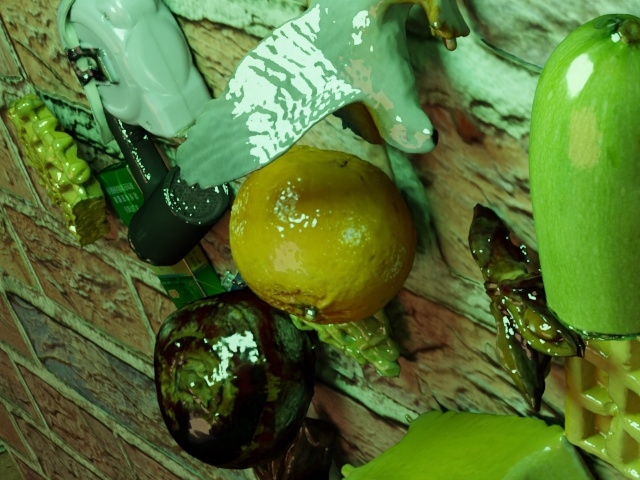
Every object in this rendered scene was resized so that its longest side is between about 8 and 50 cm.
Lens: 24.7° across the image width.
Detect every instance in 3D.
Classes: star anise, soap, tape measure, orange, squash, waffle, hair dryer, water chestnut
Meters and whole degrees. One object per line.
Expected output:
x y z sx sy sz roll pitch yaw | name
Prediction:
0.176 0.072 1.285 0.212 0.053 0.157 -129 29 -61 | star anise
-0.018 0.329 1.962 0.214 0.099 0.220 20 110 46 | star anise
0.210 0.352 1.554 0.335 0.156 0.293 58 152 -11 | soap
-0.223 -0.206 1.644 0.178 0.105 0.196 7 130 58 | tape measure
0.000 0.000 1.434 0.193 0.161 0.193 22 162 7 | orange
0.214 -0.057 1.057 0.132 0.132 0.247 29 144 42 | squash
0.307 0.146 1.235 0.248 0.055 0.221 35 150 35 | waffle
-0.370 -0.120 2.025 0.219 0.057 0.229 56 166 13 | waffle
0.000 0.047 1.639 0.223 0.054 0.204 26 153 45 | waffle
-0.219 -0.101 1.808 0.251 0.089 0.197 59 156 2 | hair dryer
-0.097 0.168 1.817 0.223 0.238 0.224 3 94 50 | water chestnut

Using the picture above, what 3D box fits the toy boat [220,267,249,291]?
-0.109 0.054 1.860 0.038 0.038 0.083 48 151 11 | toy boat

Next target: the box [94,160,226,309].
-0.212 -0.002 1.966 0.235 0.034 0.132 60 155 -13 | box

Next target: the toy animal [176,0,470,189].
0.012 -0.210 1.267 0.302 0.225 0.284 -4 100 46 | toy animal

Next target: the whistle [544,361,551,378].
0.212 0.083 1.356 0.046 0.057 0.109 12 145 -9 | whistle
